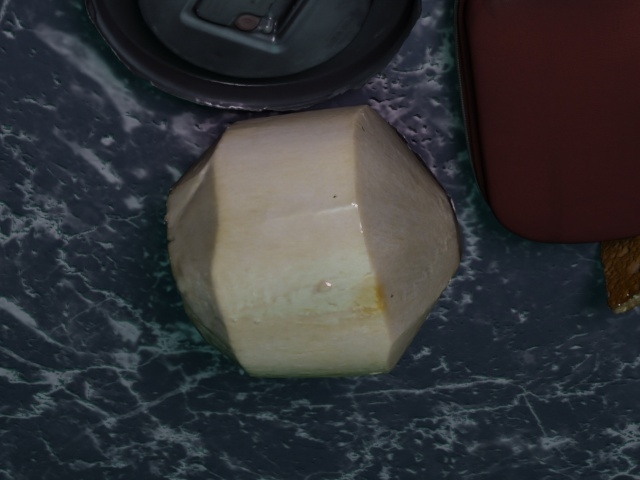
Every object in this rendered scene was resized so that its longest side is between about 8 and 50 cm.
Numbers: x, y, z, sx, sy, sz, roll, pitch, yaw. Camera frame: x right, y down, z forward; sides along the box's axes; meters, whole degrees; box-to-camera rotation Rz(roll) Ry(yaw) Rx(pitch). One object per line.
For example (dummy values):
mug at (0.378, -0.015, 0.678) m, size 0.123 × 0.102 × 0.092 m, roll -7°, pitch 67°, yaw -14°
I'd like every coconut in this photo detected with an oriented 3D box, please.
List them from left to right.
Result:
coconut at (0.000, 0.000, 1.243) m, size 0.323 × 0.323 × 0.323 m, roll 1°, pitch 134°, yaw 1°

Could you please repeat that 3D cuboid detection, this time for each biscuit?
biscuit at (0.413, -0.016, 1.321) m, size 0.025 × 0.131 × 0.231 m, roll 30°, pitch 130°, yaw -20°

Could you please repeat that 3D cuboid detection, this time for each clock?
clock at (-0.063, -0.250, 1.113) m, size 0.325 × 0.067 × 0.325 m, roll -1°, pitch 146°, yaw -1°

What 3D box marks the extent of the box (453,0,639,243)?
box at (0.277, -0.161, 1.199) m, size 0.263 × 0.108 × 0.404 m, roll -6°, pitch 134°, yaw 8°
